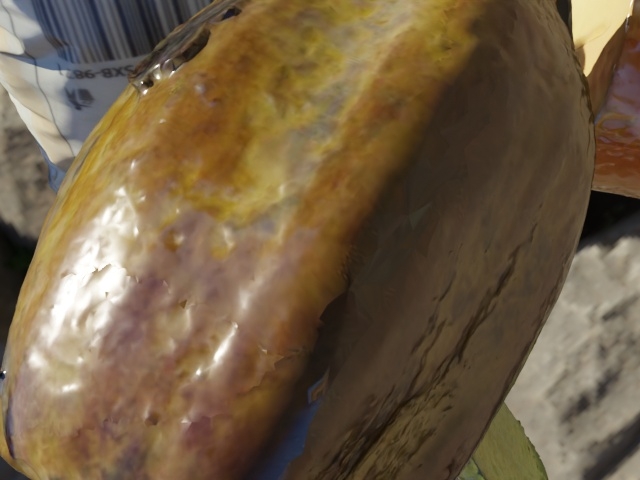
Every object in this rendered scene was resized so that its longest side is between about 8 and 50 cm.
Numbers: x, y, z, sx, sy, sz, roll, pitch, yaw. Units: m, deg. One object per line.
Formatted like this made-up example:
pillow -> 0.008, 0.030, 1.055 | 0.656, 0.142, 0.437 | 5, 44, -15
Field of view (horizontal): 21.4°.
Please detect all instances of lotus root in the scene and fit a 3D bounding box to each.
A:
lotus root -> -0.006, -0.001, 0.657 | 0.193, 0.291, 0.193 | 29, 165, 9

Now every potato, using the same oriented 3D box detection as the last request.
potato -> 0.136, 0.180, 1.454 | 0.054, 0.119, 0.198 | -23, 140, 23

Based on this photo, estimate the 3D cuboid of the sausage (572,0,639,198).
sausage -> 0.313, -0.131, 1.265 | 0.233, 0.287, 0.233 | -170, 90, -75

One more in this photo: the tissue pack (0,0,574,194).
tissue pack -> -0.032, -0.175, 1.008 | 0.390, 0.376, 0.195 | 78, -175, -54
